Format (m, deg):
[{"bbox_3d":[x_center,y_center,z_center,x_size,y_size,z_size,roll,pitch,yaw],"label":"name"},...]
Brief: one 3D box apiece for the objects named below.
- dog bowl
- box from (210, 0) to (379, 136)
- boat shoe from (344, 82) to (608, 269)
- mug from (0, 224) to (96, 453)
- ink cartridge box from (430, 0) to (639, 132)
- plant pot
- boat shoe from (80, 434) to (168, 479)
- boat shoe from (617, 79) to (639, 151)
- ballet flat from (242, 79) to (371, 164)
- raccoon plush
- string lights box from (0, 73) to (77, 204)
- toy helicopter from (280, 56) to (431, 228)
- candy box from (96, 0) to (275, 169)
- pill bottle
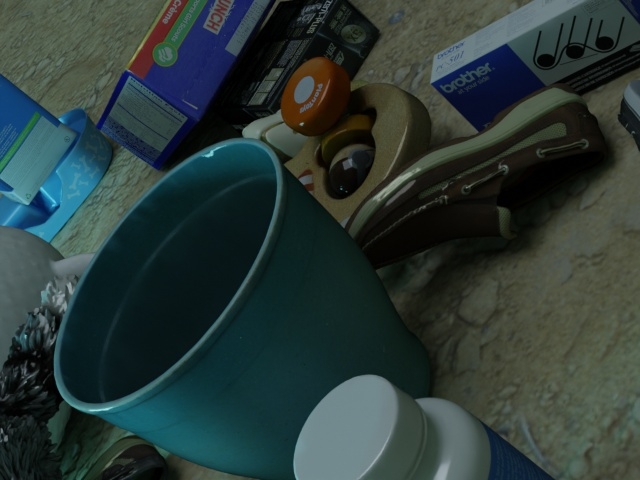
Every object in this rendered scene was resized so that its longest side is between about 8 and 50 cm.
[{"bbox_3d":[-0.436,-0.068,2.034,0.297,0.074,0.166,-51,30,0],"label":"dog bowl"},{"bbox_3d":[-0.033,-0.215,1.653,0.147,0.077,0.180,7,62,56],"label":"box"},{"bbox_3d":[0.143,-0.041,1.187,0.257,0.095,0.095,-34,58,7],"label":"boat shoe"},{"bbox_3d":[-0.384,0.132,1.560,0.374,0.276,0.328,-21,33,27],"label":"mug"},{"bbox_3d":[0.217,-0.180,1.263,0.207,0.097,0.046,-25,39,36],"label":"ink cartridge box"},{"bbox_3d":[-0.049,0.092,1.158,0.271,0.255,0.271,-33,35,27],"label":"plant pot"},{"bbox_3d":[-0.240,0.303,1.353,0.223,0.080,0.073,-52,25,-11],"label":"boat shoe"},{"bbox_3d":[0.292,-0.086,1.118,0.142,0.049,0.040,-103,25,-52],"label":"boat shoe"},{"bbox_3d":[-0.066,-0.067,1.498,0.348,0.123,0.123,-54,30,-8],"label":"ballet flat"},{"bbox_3d":[-0.271,0.257,1.232,0.299,0.216,0.446,22,82,31],"label":"raccoon plush"},{"bbox_3d":[-0.501,-0.181,1.912,0.077,0.260,0.133,11,65,57],"label":"string lights box"},{"bbox_3d":[0.000,0.000,1.362,0.355,0.140,0.235,-56,38,12],"label":"toy helicopter"},{"bbox_3d":[-0.169,-0.259,1.744,0.268,0.122,0.317,-60,10,-16],"label":"candy box"},{"bbox_3d":[0.089,0.185,0.903,0.124,0.221,0.124,-33,34,26],"label":"pill bottle"}]
